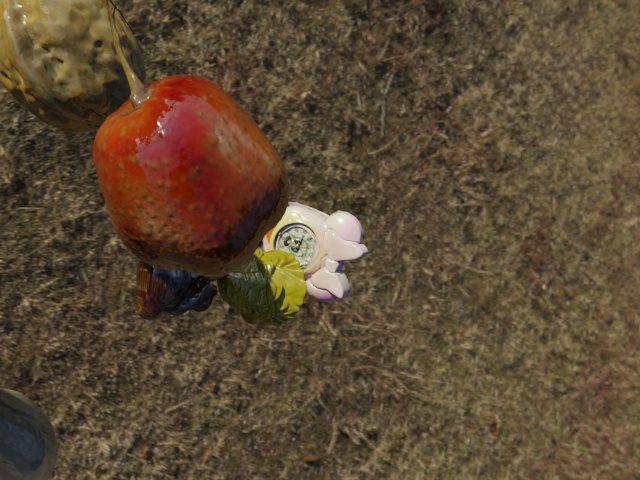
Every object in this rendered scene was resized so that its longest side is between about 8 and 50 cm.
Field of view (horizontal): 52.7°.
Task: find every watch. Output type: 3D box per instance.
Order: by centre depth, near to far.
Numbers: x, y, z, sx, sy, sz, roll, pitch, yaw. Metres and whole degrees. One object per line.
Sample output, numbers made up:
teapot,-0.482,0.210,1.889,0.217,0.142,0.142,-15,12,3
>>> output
watch,0.000,0.000,1.515,0.210,0.248,0.217,-66,169,16

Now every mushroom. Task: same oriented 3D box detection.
mushroom,-0.479,0.259,0.929,0.122,0.159,0.328,-52,160,-30

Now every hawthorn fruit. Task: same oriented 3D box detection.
hawthorn fruit,-0.117,-0.070,0.518,0.162,0.163,0.203,-60,141,-26

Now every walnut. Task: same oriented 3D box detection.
walnut,-0.360,-0.267,0.910,0.198,0.198,0.245,-43,116,-36

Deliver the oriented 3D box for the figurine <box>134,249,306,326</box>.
figurine,-0.208,0.077,1.269,0.315,0.187,0.168,11,113,-41
